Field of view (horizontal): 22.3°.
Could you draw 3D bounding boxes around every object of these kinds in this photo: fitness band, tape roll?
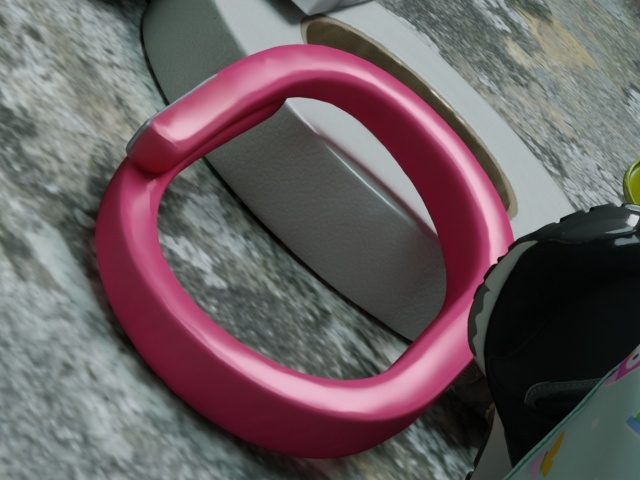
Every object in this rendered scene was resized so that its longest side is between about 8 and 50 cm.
[{"bbox_3d":[0.000,0.000,0.881,0.209,0.054,0.291,48,37,2],"label":"fitness band"},{"bbox_3d":[0.043,-0.069,1.167,0.392,0.072,0.392,36,22,-17],"label":"tape roll"}]

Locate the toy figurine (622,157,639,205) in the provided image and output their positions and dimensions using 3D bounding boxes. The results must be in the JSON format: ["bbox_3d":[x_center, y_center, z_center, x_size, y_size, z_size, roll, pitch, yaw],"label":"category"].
[{"bbox_3d":[0.353,0.120,1.358,0.362,0.191,0.217,50,-10,36],"label":"toy figurine"}]

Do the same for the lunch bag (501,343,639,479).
[{"bbox_3d":[0.133,0.187,0.616,0.160,0.223,0.262,10,37,-43],"label":"lunch bag"}]

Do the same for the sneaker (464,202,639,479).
[{"bbox_3d":[0.135,0.109,0.755,0.283,0.107,0.124,87,-15,-47],"label":"sneaker"}]

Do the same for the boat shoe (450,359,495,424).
[{"bbox_3d":[0.214,0.104,1.063,0.355,0.132,0.130,11,38,-54],"label":"boat shoe"}]

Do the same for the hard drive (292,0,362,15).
[{"bbox_3d":[-0.098,-0.308,1.213,0.353,0.047,0.233,42,19,4],"label":"hard drive"}]
